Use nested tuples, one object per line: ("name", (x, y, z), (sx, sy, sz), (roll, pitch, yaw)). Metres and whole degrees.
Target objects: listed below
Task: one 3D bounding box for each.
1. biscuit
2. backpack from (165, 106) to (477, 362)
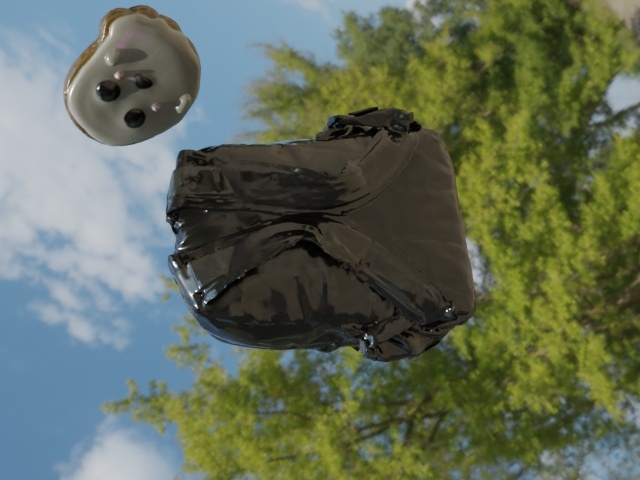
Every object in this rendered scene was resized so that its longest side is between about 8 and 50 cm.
("biscuit", (-0.259, -0.217, 1.214), (0.181, 0.208, 0.049), (31, -165, -40))
("backpack", (0.000, 0.000, 1.199), (0.445, 0.255, 0.363), (-6, -105, -23))
